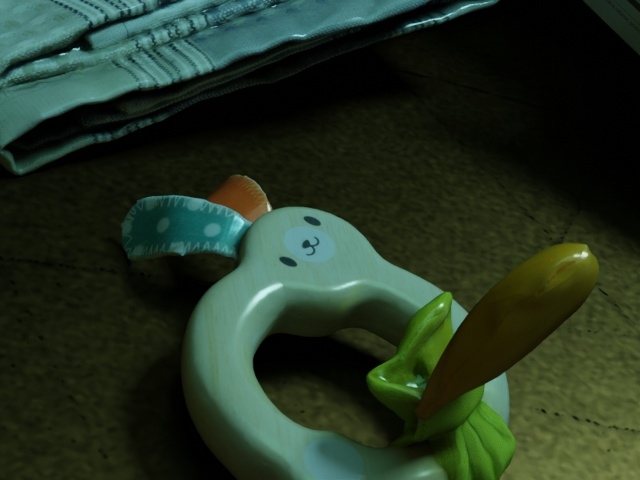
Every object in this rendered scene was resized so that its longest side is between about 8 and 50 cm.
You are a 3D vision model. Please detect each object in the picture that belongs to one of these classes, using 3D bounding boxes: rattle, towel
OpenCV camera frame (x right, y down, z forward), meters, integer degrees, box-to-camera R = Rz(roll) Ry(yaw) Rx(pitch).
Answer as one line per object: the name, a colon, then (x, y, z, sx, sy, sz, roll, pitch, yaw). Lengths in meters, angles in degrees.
rattle: (0.000, 0.000, 0.526, 0.130, 0.142, 0.199, -17, 51, -12)
towel: (-0.098, -0.188, 0.751, 0.312, 0.056, 0.324, -23, 53, -28)

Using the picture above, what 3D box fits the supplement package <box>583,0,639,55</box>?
supplement package: (0.293, -0.192, 0.853, 0.262, 0.145, 0.204, -25, 66, -42)
